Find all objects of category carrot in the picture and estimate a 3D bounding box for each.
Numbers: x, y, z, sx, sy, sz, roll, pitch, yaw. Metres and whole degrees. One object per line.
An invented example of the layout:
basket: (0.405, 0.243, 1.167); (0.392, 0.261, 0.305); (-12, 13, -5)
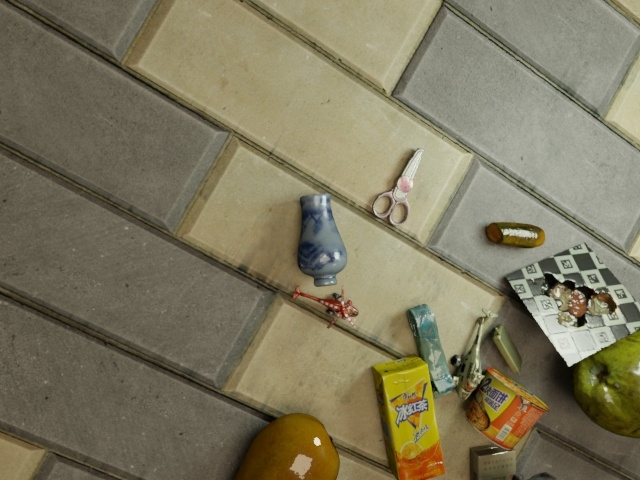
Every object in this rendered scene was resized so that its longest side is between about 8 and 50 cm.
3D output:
carrot: (0.615, -0.016, 1.484); (0.173, 0.082, 0.082); (2, 94, -11)

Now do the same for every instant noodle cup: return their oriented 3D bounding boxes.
instant noodle cup: (0.560, 0.523, 1.457); (0.213, 0.213, 0.174); (30, 95, -12)

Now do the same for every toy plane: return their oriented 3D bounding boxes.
toy plane: (0.016, 0.191, 1.380); (0.195, 0.077, 0.126); (0, 90, -4)
toy plane: (0.481, 0.357, 1.478); (0.092, 0.108, 0.286); (21, 77, -11)

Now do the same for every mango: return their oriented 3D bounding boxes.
mango: (-0.107, 0.659, 1.317); (0.264, 0.221, 0.378); (41, 96, -16)

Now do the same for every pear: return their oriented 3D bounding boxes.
pear: (0.977, 0.434, 1.465); (0.414, 0.352, 0.351); (13, 91, -26)

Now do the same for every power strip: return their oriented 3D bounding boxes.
power strip: (0.596, 0.343, 1.513); (0.168, 0.028, 0.076); (58, 40, -12)

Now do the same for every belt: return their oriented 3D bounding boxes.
belt: (0.338, 0.341, 1.448); (0.072, 0.087, 0.302); (-20, 98, -12)

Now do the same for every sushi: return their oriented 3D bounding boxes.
sushi: (0.796, 0.198, 1.498); (0.340, 0.068, 0.319); (-21, 62, -14)

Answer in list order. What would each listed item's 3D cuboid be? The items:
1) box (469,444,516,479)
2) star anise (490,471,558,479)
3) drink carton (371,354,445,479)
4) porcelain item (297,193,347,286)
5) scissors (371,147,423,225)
box: (0.563, 0.774, 1.542); (0.141, 0.058, 0.200); (-5, 94, -11)
star anise: (0.605, 0.846, 1.473); (0.316, 0.139, 0.359); (37, 102, -5)
drink carton: (0.268, 0.542, 1.438); (0.155, 0.111, 0.350); (-12, 95, -12)
porcelain item: (0.000, 0.000, 1.335); (0.142, 0.141, 0.258); (-5, 86, -11)
scissors: (0.249, -0.166, 1.421); (0.118, 0.030, 0.242); (27, 91, -13)
